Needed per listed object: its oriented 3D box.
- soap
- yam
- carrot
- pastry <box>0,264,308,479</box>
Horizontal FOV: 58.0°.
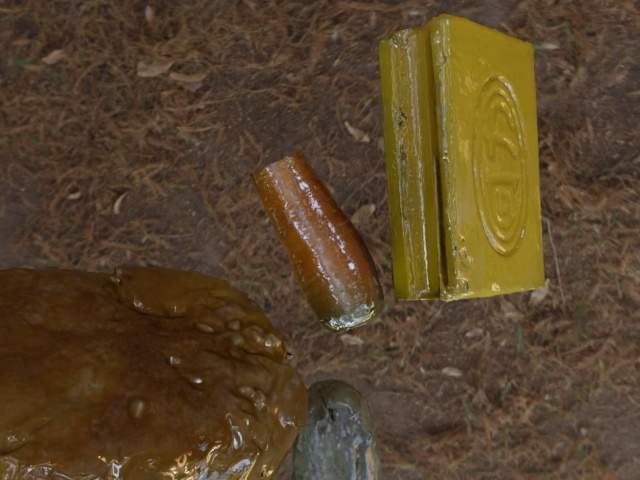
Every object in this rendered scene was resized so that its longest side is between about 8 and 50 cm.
[{"bbox_3d":[0.178,-0.087,0.699,0.096,0.204,0.324,-4,89,51],"label":"soap"},{"bbox_3d":[0.016,0.333,0.712,0.133,0.133,0.330,1,100,12],"label":"yam"},{"bbox_3d":[0.000,0.000,0.598,0.087,0.087,0.193,-27,85,21],"label":"carrot"},{"bbox_3d":[-0.170,0.129,0.458,0.311,0.255,0.161,3,122,-36],"label":"pastry"}]
